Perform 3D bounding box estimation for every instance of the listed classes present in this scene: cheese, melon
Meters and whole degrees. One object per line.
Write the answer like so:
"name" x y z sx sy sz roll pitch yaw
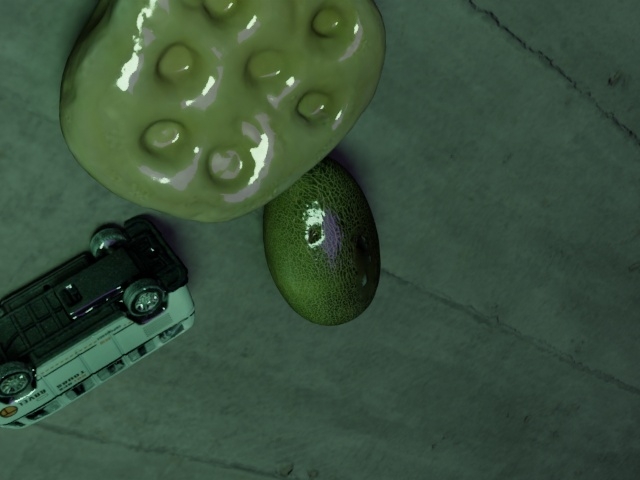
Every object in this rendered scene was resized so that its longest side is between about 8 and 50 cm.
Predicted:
"cheese" -0.072 -0.128 0.665 0.235 0.117 0.218 -21 128 -20
"melon" 0.000 0.000 0.813 0.099 0.099 0.162 -26 126 -17

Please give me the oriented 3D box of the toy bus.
"toy bus" -0.191 0.071 0.741 0.194 0.087 0.089 -32 142 -14
